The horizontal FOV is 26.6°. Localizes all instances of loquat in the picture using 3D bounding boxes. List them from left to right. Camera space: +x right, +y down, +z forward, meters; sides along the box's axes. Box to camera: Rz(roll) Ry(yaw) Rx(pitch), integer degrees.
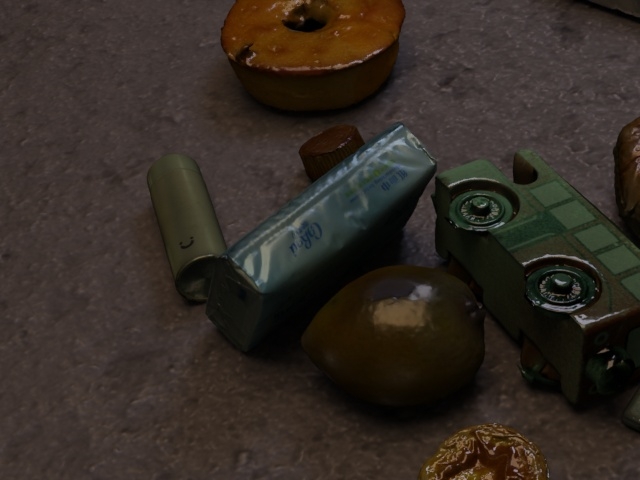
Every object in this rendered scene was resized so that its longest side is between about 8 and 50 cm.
[{"bbox_3d":[0.077,0.098,1.398,0.195,0.152,0.152,-12,43,14],"label":"loquat"}]

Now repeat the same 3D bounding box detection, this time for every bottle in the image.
[{"bbox_3d":[-0.158,-0.019,1.624,0.072,0.072,0.201,-18,44,-5],"label":"bottle"}]

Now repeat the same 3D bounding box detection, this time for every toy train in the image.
[{"bbox_3d":[0.242,0.036,1.429,0.159,0.129,0.326,-22,43,-17],"label":"toy train"}]

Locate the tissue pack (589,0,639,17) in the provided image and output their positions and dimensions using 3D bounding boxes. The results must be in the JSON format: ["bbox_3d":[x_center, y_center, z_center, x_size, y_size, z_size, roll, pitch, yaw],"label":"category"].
[{"bbox_3d":[0.452,-0.438,1.853,0.209,0.137,0.269,28,58,37],"label":"tissue pack"}]

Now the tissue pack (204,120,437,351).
[{"bbox_3d":[0.000,0.000,1.494,0.263,0.177,0.089,-39,78,-24],"label":"tissue pack"}]

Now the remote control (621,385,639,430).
[{"bbox_3d":[0.352,0.146,1.363,0.053,0.018,0.124,21,53,30],"label":"remote control"}]

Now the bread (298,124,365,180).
[{"bbox_3d":[0.018,-0.104,1.681,0.085,0.053,0.085,-20,25,10],"label":"bread"}]

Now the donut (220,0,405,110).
[{"bbox_3d":[-0.009,-0.273,1.817,0.253,0.118,0.253,-9,42,8],"label":"donut"}]

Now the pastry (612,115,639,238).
[{"bbox_3d":[0.422,-0.072,1.515,0.182,0.093,0.192,-2,49,11],"label":"pastry"}]

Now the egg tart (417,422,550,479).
[{"bbox_3d":[0.157,0.233,1.298,0.130,0.052,0.130,-7,45,8],"label":"egg tart"}]
